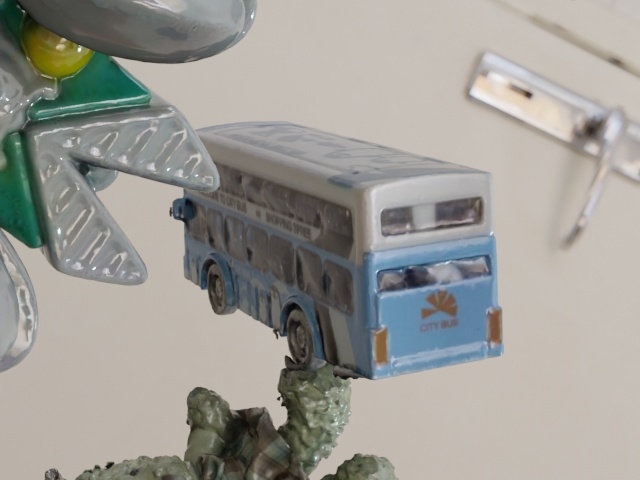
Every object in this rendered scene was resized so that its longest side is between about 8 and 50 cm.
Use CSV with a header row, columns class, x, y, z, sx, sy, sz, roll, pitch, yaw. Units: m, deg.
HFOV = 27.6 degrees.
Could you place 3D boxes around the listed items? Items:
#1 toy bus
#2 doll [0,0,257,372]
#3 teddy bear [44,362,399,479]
class,x,y,z,sx,sy,sz,roll,pitch,yaw
toy bus,0.000,0.000,0.850,0.297,0.106,0.131,24,-62,61
doll,-0.151,-0.051,0.502,0.153,0.258,0.195,48,-53,56
teddy bear,-0.064,0.161,0.823,0.111,0.213,0.133,85,-14,-54
